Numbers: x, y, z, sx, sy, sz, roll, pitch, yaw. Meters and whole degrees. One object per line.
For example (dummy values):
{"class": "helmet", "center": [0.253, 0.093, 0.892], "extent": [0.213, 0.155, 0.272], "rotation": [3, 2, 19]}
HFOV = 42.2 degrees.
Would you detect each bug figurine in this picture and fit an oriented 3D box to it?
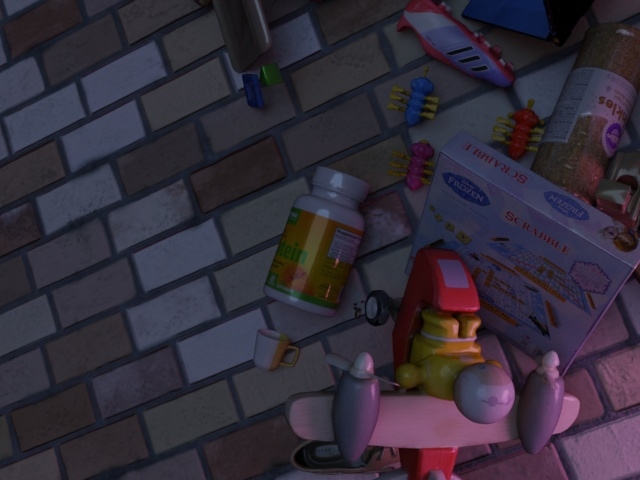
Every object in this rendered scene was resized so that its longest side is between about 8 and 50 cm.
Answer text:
{"class": "bug figurine", "center": [0.242, -0.170, 1.446], "extent": [0.279, 0.072, 0.216], "rotation": [21, 96, 14]}

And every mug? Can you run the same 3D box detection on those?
{"class": "mug", "center": [-0.088, 0.205, 1.513], "extent": [0.078, 0.062, 0.064], "rotation": [21, 98, 25]}

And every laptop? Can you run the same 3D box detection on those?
{"class": "laptop", "center": [0.376, -0.525, 1.261], "extent": [0.236, 0.408, 0.382], "rotation": [36, 96, 21]}

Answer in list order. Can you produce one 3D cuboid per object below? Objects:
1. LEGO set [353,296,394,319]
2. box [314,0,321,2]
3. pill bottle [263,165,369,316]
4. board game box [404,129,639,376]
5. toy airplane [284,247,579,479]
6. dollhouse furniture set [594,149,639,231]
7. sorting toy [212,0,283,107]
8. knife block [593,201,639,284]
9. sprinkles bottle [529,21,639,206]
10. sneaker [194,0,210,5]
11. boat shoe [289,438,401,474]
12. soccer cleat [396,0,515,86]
{"class": "LEGO set", "center": [0.099, 0.118, 1.486], "extent": [0.083, 0.023, 0.054], "rotation": [3, 82, 31]}
{"class": "box", "center": [-0.018, -0.617, 1.528], "extent": [0.154, 0.142, 0.300], "rotation": [21, 89, -1]}
{"class": "pill bottle", "center": [0.000, 0.000, 1.468], "extent": [0.136, 0.136, 0.246], "rotation": [19, 89, 19]}
{"class": "board game box", "center": [0.300, 0.029, 1.290], "extent": [0.318, 0.318, 0.066], "rotation": [34, 57, 18]}
{"class": "toy airplane", "center": [0.186, 0.251, 1.245], "extent": [0.386, 0.272, 0.384], "rotation": [-44, 101, -23]}
{"class": "dollhouse furniture set", "center": [0.496, -0.064, 1.201], "extent": [0.161, 0.182, 0.101], "rotation": [21, 87, 23]}
{"class": "sorting toy", "center": [-0.140, -0.422, 1.542], "extent": [0.047, 0.196, 0.348], "rotation": [-19, 95, -21]}
{"class": "knife block", "center": [0.527, 0.037, 1.320], "extent": [0.242, 0.088, 0.276], "rotation": [13, 86, 21]}
{"class": "sprinkles bottle", "center": [0.420, -0.171, 1.329], "extent": [0.121, 0.121, 0.355], "rotation": [21, 79, 19]}
{"class": "sneaker", "center": [-0.277, -0.534, 1.665], "extent": [0.084, 0.069, 0.185], "rotation": [-29, 69, 21]}
{"class": "boat shoe", "center": [0.096, 0.347, 1.414], "extent": [0.302, 0.098, 0.109], "rotation": [-13, 79, 16]}
{"class": "soccer cleat", "center": [0.240, -0.340, 1.470], "extent": [0.248, 0.083, 0.095], "rotation": [47, 114, 18]}
